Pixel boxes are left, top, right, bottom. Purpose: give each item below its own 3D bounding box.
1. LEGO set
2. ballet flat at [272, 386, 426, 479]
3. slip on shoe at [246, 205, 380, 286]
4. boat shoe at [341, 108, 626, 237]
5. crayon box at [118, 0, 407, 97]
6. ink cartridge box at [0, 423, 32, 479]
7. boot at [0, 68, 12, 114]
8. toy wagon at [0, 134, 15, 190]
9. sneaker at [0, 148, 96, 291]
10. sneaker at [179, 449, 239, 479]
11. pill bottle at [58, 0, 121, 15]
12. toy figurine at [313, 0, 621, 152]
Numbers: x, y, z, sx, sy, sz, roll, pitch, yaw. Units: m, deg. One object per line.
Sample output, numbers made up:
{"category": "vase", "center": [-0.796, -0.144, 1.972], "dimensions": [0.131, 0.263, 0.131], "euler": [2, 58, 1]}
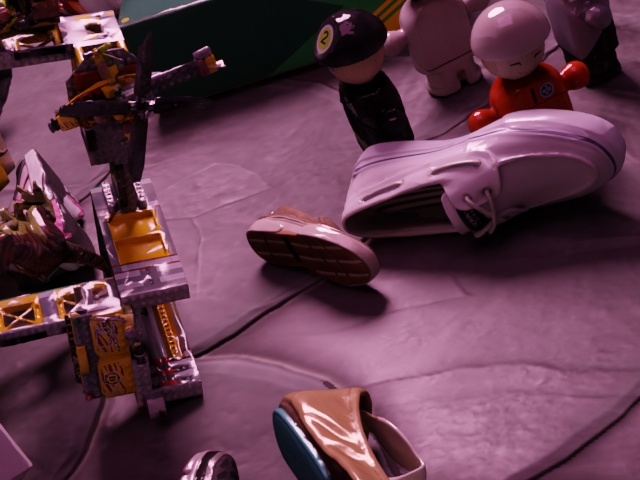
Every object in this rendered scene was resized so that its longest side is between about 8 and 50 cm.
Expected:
{"category": "LEGO set", "center": [-0.202, -0.004, 1.125], "dimensions": [0.255, 0.331, 0.192], "euler": [-4, 31, -15]}
{"category": "ballet flat", "center": [0.035, 0.152, 0.950], "dimensions": [0.073, 0.080, 0.232], "euler": [-13, 32, -13]}
{"category": "slip on shoe", "center": [0.000, 0.000, 1.219], "dimensions": [0.041, 0.051, 0.135], "euler": [-44, 30, -27]}
{"category": "boat shoe", "center": [0.116, -0.035, 1.185], "dimensions": [0.226, 0.083, 0.076], "euler": [-10, 44, 39]}
{"category": "crayon box", "center": [-0.031, -0.298, 1.621], "dimensions": [0.313, 0.106, 0.363], "euler": [-17, 32, 8]}
{"category": "ink cartridge box", "center": [-0.407, 0.087, 1.000], "dimensions": [0.279, 0.384, 0.160], "euler": [-39, 2, -23]}
{"category": "boot", "center": [-0.509, -0.180, 1.682], "dimensions": [0.445, 0.146, 0.367], "euler": [-7, 47, 34]}
{"category": "toy wagon", "center": [-0.422, -0.011, 1.336], "dimensions": [0.344, 0.068, 0.267], "euler": [-30, -12, -10]}
{"category": "sneaker", "center": [-0.250, -0.017, 1.379], "dimensions": [0.077, 0.072, 0.178], "euler": [-34, 27, 2]}
{"category": "sneaker", "center": [-0.040, 0.187, 0.954], "dimensions": [0.075, 0.063, 0.170], "euler": [-19, 37, 5]}
{"category": "pill bottle", "center": [-0.256, -0.288, 1.762], "dimensions": [0.152, 0.086, 0.086], "euler": [10, 44, 41]}
{"category": "toy figurine", "center": [0.122, -0.156, 1.279], "dimensions": [0.213, 0.148, 0.209], "euler": [1, 39, 33]}
